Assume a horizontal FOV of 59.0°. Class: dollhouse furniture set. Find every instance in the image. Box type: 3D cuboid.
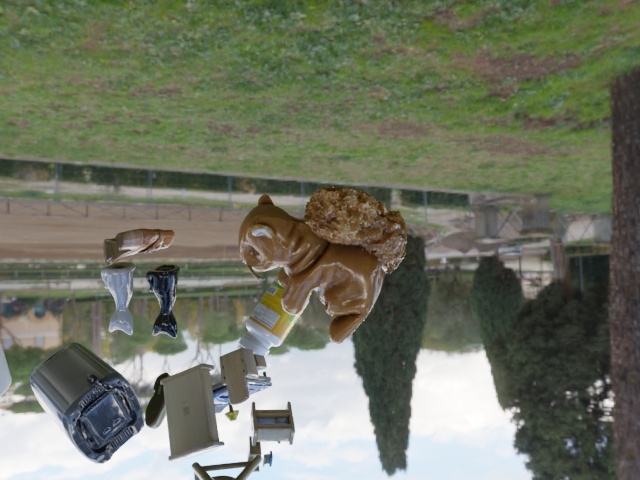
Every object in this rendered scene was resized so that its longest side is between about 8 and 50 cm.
[{"bbox_3d":[-0.214,0.436,1.469,0.286,0.198,0.303,-24,153,20],"label":"dollhouse furniture set"},{"bbox_3d":[-0.164,0.628,1.819,0.129,0.183,0.129,4,-152,-12],"label":"dollhouse furniture set"}]

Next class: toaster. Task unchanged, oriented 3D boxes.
[{"bbox_3d":[-0.421,0.283,1.014,0.146,0.227,0.129,27,-127,28],"label":"toaster"}]

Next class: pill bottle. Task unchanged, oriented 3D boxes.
[{"bbox_3d":[-0.157,0.259,1.853,0.136,0.245,0.136,32,168,7],"label":"pill bottle"}]

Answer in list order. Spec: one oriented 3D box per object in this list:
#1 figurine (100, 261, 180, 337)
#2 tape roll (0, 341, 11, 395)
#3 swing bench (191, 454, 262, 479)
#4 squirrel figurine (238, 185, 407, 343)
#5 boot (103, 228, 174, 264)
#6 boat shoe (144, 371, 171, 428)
[{"bbox_3d":[-0.510,0.175,1.615,0.215,0.209,0.092,3,-168,4],"label":"figurine"},{"bbox_3d":[-0.809,0.297,1.177,0.286,0.100,0.286,-8,-168,2],"label":"tape roll"},{"bbox_3d":[-0.180,0.597,1.129,0.165,0.253,0.255,-4,175,-8],"label":"swing bench"},{"bbox_3d":[0.000,0.000,1.420,0.370,0.397,0.281,35,-151,-13],"label":"squirrel figurine"},{"bbox_3d":[-0.505,0.016,1.565,0.152,0.073,0.197,-7,172,-42],"label":"boot"},{"bbox_3d":[-0.449,0.470,1.634,0.068,0.072,0.190,-23,-149,17],"label":"boat shoe"}]
